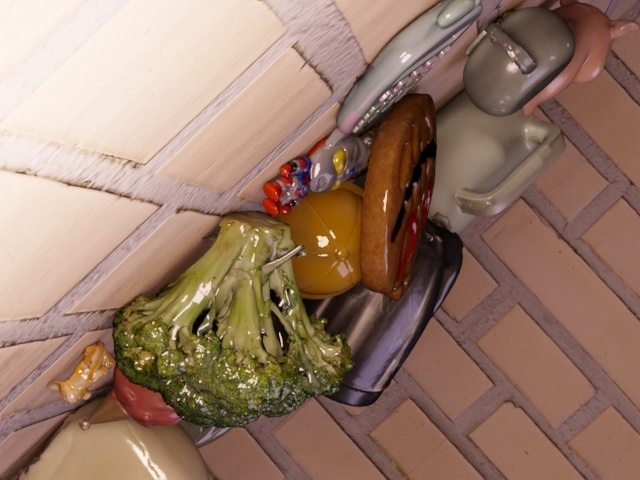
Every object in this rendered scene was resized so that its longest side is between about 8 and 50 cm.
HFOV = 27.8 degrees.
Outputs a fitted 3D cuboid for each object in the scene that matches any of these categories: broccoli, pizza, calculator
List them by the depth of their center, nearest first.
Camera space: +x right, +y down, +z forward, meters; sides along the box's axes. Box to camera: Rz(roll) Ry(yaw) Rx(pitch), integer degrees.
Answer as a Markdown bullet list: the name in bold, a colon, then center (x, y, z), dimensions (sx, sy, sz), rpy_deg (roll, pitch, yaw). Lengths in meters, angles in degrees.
- **calculator**: center (0.111, -0.225, 1.602), dimensions (0.185, 0.041, 0.299), rpy_deg (-39, 176, -33)
- **broccoli**: center (-0.108, 0.108, 1.674), dimensions (0.321, 0.304, 0.283), rpy_deg (-31, 138, -74)
- **pizza**: center (0.062, -0.131, 2.008), dimensions (0.099, 0.036, 0.160), rpy_deg (-40, 174, -23)

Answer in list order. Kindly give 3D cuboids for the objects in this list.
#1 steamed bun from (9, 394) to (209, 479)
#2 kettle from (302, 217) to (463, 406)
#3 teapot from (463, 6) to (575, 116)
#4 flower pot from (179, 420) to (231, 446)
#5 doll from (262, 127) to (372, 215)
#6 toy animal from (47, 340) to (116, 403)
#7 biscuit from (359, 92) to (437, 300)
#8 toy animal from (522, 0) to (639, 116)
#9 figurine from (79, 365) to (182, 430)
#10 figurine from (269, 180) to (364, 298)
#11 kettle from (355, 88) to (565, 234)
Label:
- **steamed bun**: center (-0.343, 0.437, 2.188), dimensions (0.334, 0.312, 0.233), rpy_deg (-40, 177, 10)
- **kettle**: center (0.116, 0.093, 2.228), dimensions (0.321, 0.228, 0.324), rpy_deg (8, 122, -48)
- **teapot**: center (0.308, -0.290, 2.051), dimensions (0.193, 0.129, 0.294), rpy_deg (-43, 172, 9)
- **flower pot**: center (-0.277, 0.335, 2.487), dimensions (0.254, 0.164, 0.367), rpy_deg (-40, 168, 29)
- **doll**: center (0.001, -0.096, 1.734), dimensions (0.195, 0.062, 0.104), rpy_deg (-32, 127, -33)
- **toy animal**: center (-0.318, 0.179, 1.722), dimensions (0.083, 0.060, 0.081), rpy_deg (-45, -150, 25)
- **biscuit**: center (0.125, -0.054, 1.931), dimensions (0.367, 0.063, 0.314), rpy_deg (-56, 149, -64)
- **toy animal**: center (0.426, -0.344, 2.324), dimensions (0.250, 0.166, 0.154), rpy_deg (-36, 155, -28)
- **figurine**: center (-0.200, 0.200, 1.958), dimensions (0.387, 0.166, 0.207), rpy_deg (-28, 165, 1)
- **figurine**: center (0.004, 0.003, 1.990), dimensions (0.192, 0.167, 0.257), rpy_deg (-55, 178, -4)
- **kettle**: center (0.253, -0.137, 2.372), dimensions (0.318, 0.205, 0.265), rpy_deg (-40, -178, -20)
